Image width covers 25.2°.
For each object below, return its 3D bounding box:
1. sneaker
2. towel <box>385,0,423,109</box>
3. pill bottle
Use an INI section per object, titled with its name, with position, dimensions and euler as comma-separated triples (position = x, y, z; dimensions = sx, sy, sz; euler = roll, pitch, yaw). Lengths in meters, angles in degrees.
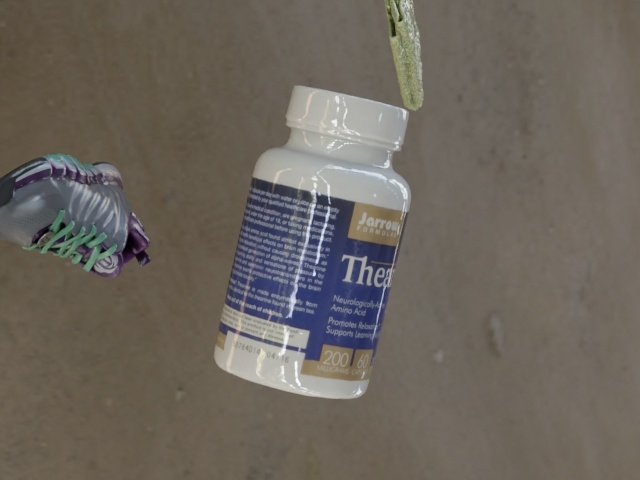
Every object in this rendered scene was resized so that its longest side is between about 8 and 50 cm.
[sneaker]
position = -0.205, -0.013, 1.195
dimensions = 0.098, 0.083, 0.223
euler = 55, 18, 7
[towel]
position = 0.085, -0.211, 1.458
dimensions = 0.148, 0.027, 0.110
euler = 72, 13, -58
[pill bottle]
position = 0.000, 0.000, 0.590
dimensions = 0.067, 0.067, 0.120
euler = 7, 97, -55
